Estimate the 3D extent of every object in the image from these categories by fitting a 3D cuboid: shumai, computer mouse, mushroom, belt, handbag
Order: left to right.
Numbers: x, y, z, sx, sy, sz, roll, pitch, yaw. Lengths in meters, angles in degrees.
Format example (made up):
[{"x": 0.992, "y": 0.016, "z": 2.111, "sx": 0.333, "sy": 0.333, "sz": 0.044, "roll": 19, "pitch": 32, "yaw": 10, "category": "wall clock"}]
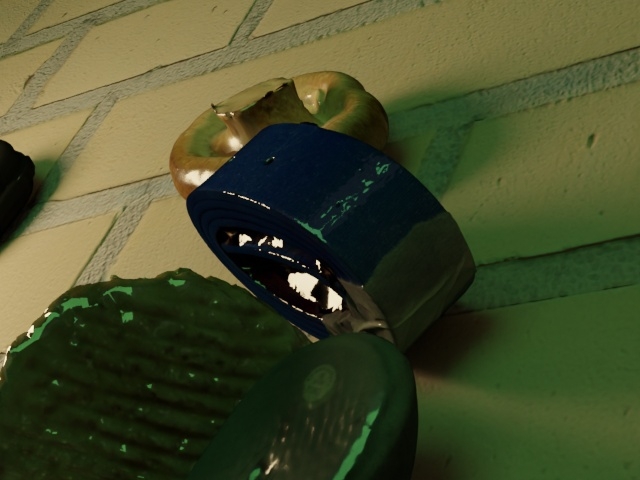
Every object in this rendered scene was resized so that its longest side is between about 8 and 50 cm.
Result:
[{"x": -0.557, "y": -0.038, "z": 2.157, "sx": 0.254, "sy": 0.093, "sz": 0.308, "roll": -10, "pitch": 36, "yaw": 38, "category": "handbag"}, {"x": -0.137, "y": 0.159, "z": 1.374, "sx": 0.314, "sy": 0.267, "sz": 0.262, "roll": -3, "pitch": -1, "yaw": 0, "category": "shumai"}, {"x": -0.040, "y": 0.243, "z": 1.159, "sx": 0.371, "sy": 0.122, "sz": 0.188, "roll": -50, "pitch": 31, "yaw": -15, "category": "computer mouse"}, {"x": -0.044, "y": -0.115, "z": 1.701, "sx": 0.278, "sy": 0.146, "sz": 0.278, "roll": -18, "pitch": 25, "yaw": 9, "category": "mushroom"}, {"x": 0.000, "y": 0.000, "z": 1.403, "sx": 0.117, "sy": 0.212, "sz": 0.347, "roll": -42, "pitch": 26, "yaw": -18, "category": "belt"}]
